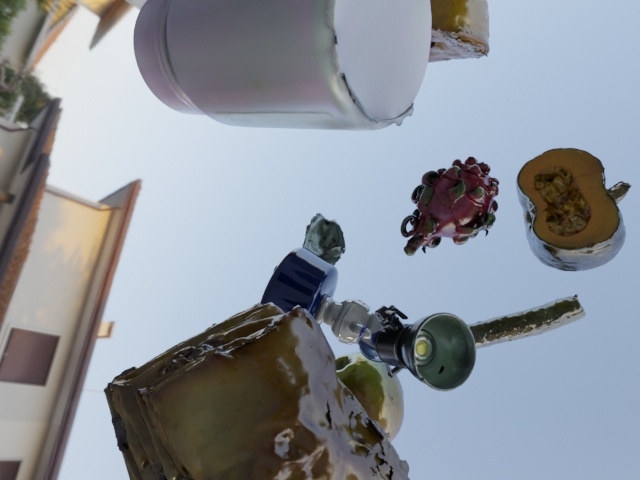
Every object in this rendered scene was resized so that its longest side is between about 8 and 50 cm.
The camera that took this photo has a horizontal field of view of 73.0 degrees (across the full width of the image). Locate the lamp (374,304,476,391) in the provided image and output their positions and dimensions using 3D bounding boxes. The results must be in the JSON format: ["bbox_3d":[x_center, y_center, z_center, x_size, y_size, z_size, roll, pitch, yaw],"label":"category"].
[{"bbox_3d":[0.190,0.217,0.916,0.147,0.172,0.227,-34,-174,-22],"label":"lamp"}]

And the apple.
[{"bbox_3d":[0.116,0.553,1.496,0.338,0.338,0.305,-8,-83,41],"label":"apple"}]

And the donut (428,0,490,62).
[{"bbox_3d":[0.187,-0.410,0.823,0.277,0.277,0.109,18,-76,46],"label":"donut"}]

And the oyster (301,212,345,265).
[{"bbox_3d":[0.000,-0.003,1.457,0.252,0.199,0.087,55,-35,41],"label":"oyster"}]

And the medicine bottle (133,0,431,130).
[{"bbox_3d":[-0.065,-0.255,0.564,0.378,0.213,0.214,13,-100,37],"label":"medicine bottle"}]

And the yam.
[{"bbox_3d":[0.559,0.227,1.186,0.371,0.083,0.083,-14,-130,-11],"label":"yam"}]

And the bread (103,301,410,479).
[{"bbox_3d":[-0.073,0.229,0.513,0.325,0.277,0.167,51,-34,18],"label":"bread"}]

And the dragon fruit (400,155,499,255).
[{"bbox_3d":[0.327,-0.086,1.123,0.272,0.218,0.198,-22,-142,39],"label":"dragon fruit"}]

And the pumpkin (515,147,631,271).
[{"bbox_3d":[0.630,-0.058,1.067,0.242,0.232,0.325,-15,-131,28],"label":"pumpkin"}]

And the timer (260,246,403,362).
[{"bbox_3d":[0.051,0.208,1.170,0.383,0.270,0.271,23,-94,15],"label":"timer"}]
